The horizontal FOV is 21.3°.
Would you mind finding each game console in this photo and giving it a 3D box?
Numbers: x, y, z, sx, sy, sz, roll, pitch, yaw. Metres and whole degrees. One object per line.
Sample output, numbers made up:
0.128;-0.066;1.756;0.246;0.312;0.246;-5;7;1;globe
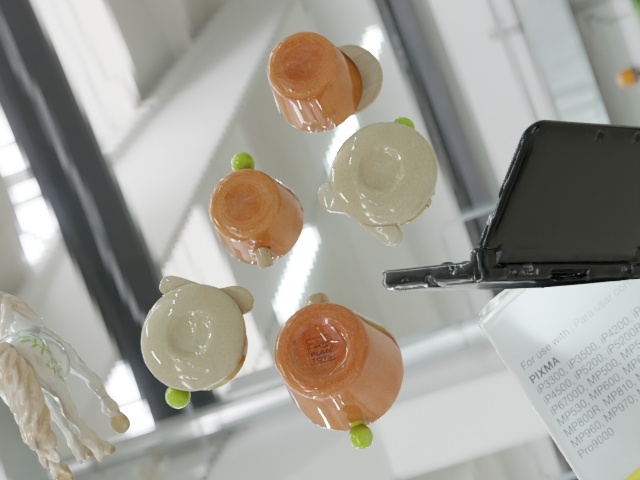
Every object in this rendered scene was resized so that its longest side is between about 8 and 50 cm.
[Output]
0.104;-0.014;0.820;0.122;0.107;0.071;1;-95;-41;game console

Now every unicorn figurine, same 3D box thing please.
-0.154;0.072;0.920;0.111;0.060;0.162;53;165;-3;unicorn figurine

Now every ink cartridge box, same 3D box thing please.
0.314;0.156;1.115;0.279;0.160;0.385;1;-129;-56;ink cartridge box

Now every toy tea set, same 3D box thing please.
0.000;0.000;1.378;0.124;0.200;0.336;50;-121;-67;toy tea set
